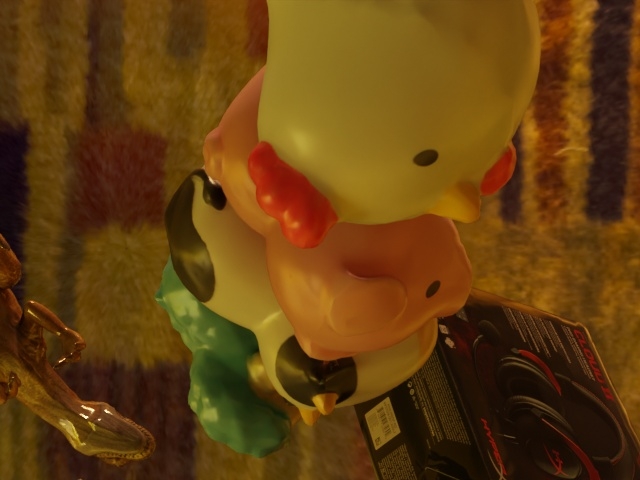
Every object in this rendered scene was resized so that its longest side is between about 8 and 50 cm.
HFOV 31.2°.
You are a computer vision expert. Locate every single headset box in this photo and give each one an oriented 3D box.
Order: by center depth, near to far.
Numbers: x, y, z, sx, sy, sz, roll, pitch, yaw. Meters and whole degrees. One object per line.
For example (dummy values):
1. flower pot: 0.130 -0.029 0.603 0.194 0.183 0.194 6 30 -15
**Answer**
1. headset box: 0.172 0.167 1.013 0.293 0.110 0.218 19 41 -40

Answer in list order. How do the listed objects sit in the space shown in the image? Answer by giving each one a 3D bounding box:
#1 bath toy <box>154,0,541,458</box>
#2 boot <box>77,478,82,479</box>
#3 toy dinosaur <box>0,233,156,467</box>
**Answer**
1. bath toy: 0.000 0.000 0.507 0.151 0.348 0.129 27 64 -1
2. boot: -0.106 0.247 0.882 0.262 0.095 0.203 -44 98 -11
3. toy dinosaur: -0.141 0.003 0.421 0.064 0.112 0.211 -32 81 -4
